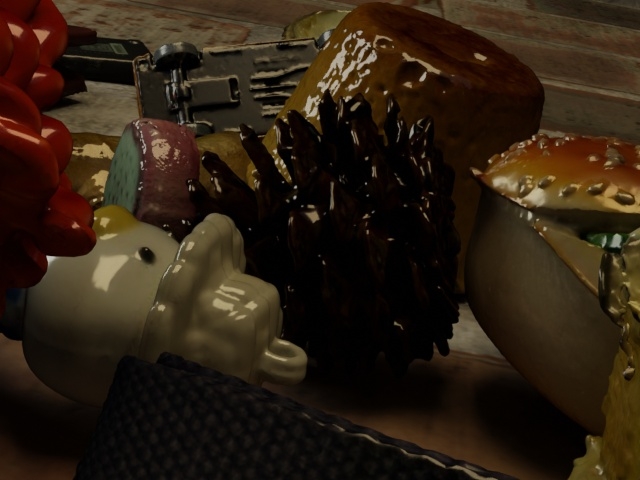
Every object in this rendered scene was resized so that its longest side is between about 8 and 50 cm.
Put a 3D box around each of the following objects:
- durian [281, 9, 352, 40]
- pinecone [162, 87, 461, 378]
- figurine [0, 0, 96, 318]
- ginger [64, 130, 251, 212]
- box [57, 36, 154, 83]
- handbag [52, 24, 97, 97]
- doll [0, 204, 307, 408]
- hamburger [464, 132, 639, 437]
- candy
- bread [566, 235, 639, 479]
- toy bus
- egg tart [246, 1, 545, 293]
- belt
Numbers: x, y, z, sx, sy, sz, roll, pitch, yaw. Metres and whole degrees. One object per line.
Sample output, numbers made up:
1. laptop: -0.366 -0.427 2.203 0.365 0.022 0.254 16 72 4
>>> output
1. durian: 0.041 -0.167 1.459 0.148 0.091 0.188 27 43 36
2. pinecone: -0.006 0.000 0.821 0.165 0.163 0.163 -6 16 7
3. figurine: -0.261 -0.026 0.536 0.412 0.241 0.306 -37 43 -27
4. ginger: -0.164 -0.049 1.018 0.299 0.065 0.118 -3 35 -32
5. box: -0.229 -0.186 1.479 0.125 0.027 0.126 4 18 -17
6. handbag: -0.367 -0.167 1.261 0.260 0.084 0.275 15 17 24
7. doll: -0.146 0.023 0.710 0.293 0.119 0.138 15 8 12
8. hamburger: 0.181 0.027 0.800 0.237 0.147 0.237 30 14 -8
9. candy: -0.105 -0.024 0.912 0.043 0.103 0.103 11 16 -21
10. bread: 0.177 0.085 0.626 0.140 0.160 0.169 10 18 -1
11. toy bus: -0.046 -0.107 1.157 0.194 0.083 0.088 -6 -19 -10
12. egg tart: 0.064 -0.068 1.022 0.202 0.147 0.202 21 24 -10
13. belt: 0.021 0.126 0.479 0.230 0.126 0.139 16 -10 17
